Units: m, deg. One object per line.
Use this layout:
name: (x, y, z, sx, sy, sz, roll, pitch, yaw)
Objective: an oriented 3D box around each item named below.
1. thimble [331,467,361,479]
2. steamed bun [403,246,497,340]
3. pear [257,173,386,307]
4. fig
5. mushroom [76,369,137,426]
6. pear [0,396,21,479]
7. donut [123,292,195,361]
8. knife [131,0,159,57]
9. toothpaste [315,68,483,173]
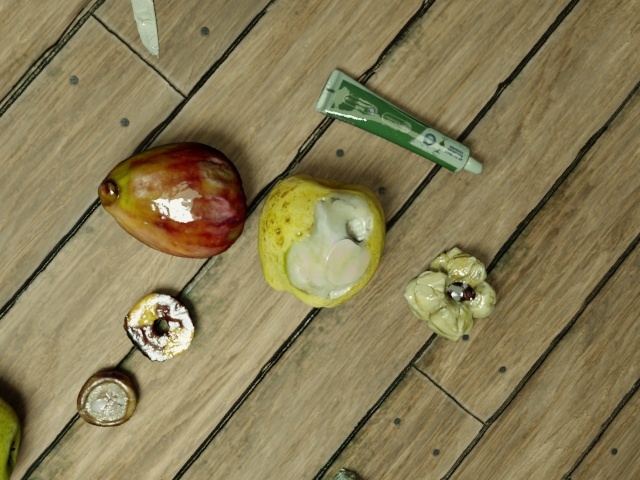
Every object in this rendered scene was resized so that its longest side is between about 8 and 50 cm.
thimble: (0.063, 0.570, 1.111, 0.085, 0.062, 0.109, -11, 96, -9)
steamed bun: (0.296, 0.130, 1.096, 0.178, 0.106, 0.192, -33, 99, -4)
pear: (0.000, 0.000, 0.988, 0.271, 0.271, 0.271, -1, 94, -9)
fig: (-0.268, -0.080, 0.948, 0.263, 0.224, 0.223, 15, 91, -6)
mushroom: (-0.434, 0.324, 1.024, 0.123, 0.052, 0.123, -1, 101, -7)
pear: (-0.692, 0.383, 0.878, 0.294, 0.294, 0.294, -1, 94, -9)
donut: (-0.327, 0.174, 1.026, 0.141, 0.059, 0.140, 0, 93, -8)
knife: (-0.365, -0.515, 0.996, 0.047, 0.017, 0.297, -12, 95, -14)
toothpaste: (0.181, -0.237, 1.080, 0.392, 0.061, 0.098, 25, 90, -7)
